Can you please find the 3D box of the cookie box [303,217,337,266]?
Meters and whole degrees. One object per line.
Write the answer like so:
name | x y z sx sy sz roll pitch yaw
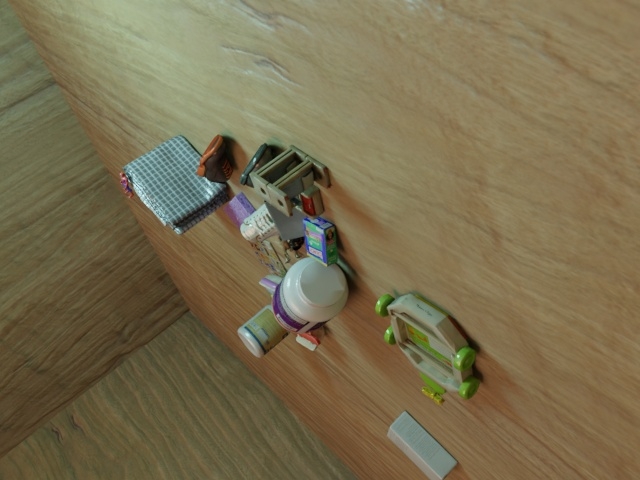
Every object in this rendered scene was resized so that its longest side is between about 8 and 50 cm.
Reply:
cookie box | 0.000 0.000 1.593 0.092 0.040 0.107 28 133 48

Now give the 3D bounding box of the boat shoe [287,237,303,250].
boat shoe | -0.067 -0.006 1.751 0.042 0.049 0.133 51 167 10

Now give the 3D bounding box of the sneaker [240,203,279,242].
sneaker | -0.153 -0.044 1.767 0.106 0.123 0.290 54 158 -2

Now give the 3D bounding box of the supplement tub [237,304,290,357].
supplement tub | -0.206 0.342 2.418 0.144 0.199 0.144 43 159 21

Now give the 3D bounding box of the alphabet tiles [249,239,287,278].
alphabet tiles | -0.175 0.078 2.180 0.198 0.009 0.237 21 144 53

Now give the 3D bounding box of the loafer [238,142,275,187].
loafer | -0.145 -0.180 1.593 0.084 0.096 0.267 33 169 -9

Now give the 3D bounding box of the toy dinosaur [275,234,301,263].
toy dinosaur | -0.099 0.017 1.882 0.183 0.053 0.093 124 124 -81

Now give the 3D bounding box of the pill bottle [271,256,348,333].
pill bottle | -0.029 0.153 1.751 0.181 0.181 0.323 49 159 4

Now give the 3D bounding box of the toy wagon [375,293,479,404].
toy wagon | 0.265 0.273 1.501 0.267 0.068 0.344 33 154 41

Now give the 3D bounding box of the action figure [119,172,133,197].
action figure | -0.634 -0.183 2.018 0.038 0.030 0.115 52 157 25

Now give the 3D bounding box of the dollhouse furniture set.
dollhouse furniture set | -0.057 -0.097 1.458 0.129 0.129 0.184 36 154 35

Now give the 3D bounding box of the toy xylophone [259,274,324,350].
toy xylophone | -0.106 0.238 2.183 0.236 0.081 0.323 11 139 57

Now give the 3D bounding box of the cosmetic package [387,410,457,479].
cosmetic package | 0.330 0.681 2.036 0.231 0.085 0.117 41 158 21

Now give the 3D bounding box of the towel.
towel | -0.466 -0.186 2.027 0.284 0.235 0.121 47 153 11

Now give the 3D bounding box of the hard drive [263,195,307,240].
hard drive | -0.080 -0.064 1.637 0.022 0.094 0.135 -83 -25 -51

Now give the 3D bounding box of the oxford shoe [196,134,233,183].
oxford shoe | -0.292 -0.232 1.815 0.098 0.097 0.271 33 166 -8

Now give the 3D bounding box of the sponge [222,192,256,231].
sponge | -0.258 -0.085 2.044 0.117 0.031 0.210 53 159 -5
